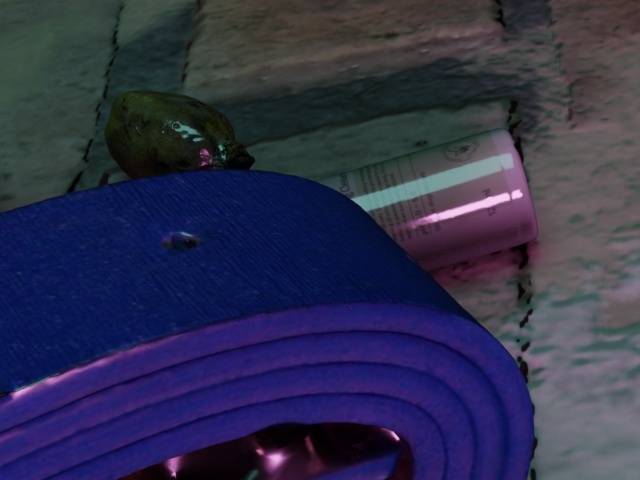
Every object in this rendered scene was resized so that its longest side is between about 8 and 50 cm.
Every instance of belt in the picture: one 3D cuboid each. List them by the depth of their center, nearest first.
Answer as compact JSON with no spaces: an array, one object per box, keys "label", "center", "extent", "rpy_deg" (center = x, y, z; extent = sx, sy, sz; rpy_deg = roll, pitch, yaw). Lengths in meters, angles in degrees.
[{"label":"belt","center":[-0.100,0.107,0.660],"extent":[0.347,0.212,0.117],"rpy_deg":[-24,37,-15]}]

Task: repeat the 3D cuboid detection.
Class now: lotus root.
[{"label":"lotus root","center":[-0.075,-0.050,0.991],"extent":[0.049,0.054,0.099],"rpy_deg":[-31,36,-35]}]

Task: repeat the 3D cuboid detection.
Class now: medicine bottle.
[{"label":"medicine bottle","center":[0.000,0.000,0.890],"extent":[0.199,0.057,0.057],"rpy_deg":[-15,36,2]}]
